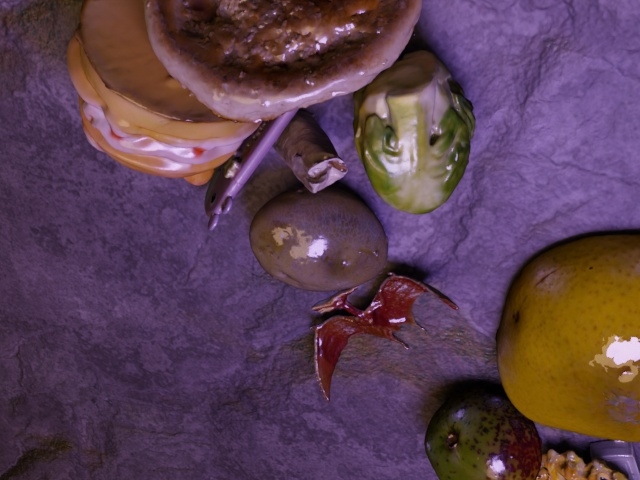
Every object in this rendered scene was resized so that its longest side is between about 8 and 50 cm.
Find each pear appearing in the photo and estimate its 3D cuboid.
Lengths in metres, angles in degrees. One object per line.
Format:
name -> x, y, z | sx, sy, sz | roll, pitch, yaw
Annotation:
pear -> 0.442, 0.181, 0.970 | 0.340, 0.191, 0.386 | 37, 127, -5

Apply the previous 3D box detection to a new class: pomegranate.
pomegranate -> 0.322, 0.380, 1.169 | 0.248, 0.214, 0.214 | 14, 135, -30

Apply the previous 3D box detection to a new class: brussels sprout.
brussels sprout -> 0.122, -0.140, 0.867 | 0.161, 0.223, 0.223 | 2, 124, 34

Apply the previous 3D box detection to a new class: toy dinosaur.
toy dinosaur -> 0.105, 0.160, 1.128 | 0.327, 0.113, 0.206 | -18, 133, 23

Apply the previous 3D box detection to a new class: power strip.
power strip -> 0.563, 0.441, 1.194 | 0.075, 0.042, 0.175 | -16, 115, 28

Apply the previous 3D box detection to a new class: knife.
knife -> -0.087, -0.173, 0.989 | 0.038, 0.132, 0.398 | 22, 128, -30

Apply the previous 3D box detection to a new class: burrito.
burrito -> -0.018, -0.132, 0.948 | 0.087, 0.226, 0.060 | -40, 123, 6

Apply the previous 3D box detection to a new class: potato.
potato -> 0.000, 0.000, 1.046 | 0.235, 0.160, 0.178 | 22, 149, -19

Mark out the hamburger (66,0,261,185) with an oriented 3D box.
hamburger -> -0.223, -0.214, 0.929 | 0.276, 0.276, 0.237 | 33, 148, -3

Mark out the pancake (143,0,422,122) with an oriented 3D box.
pancake -> -0.055, -0.316, 0.794 | 0.356, 0.065, 0.356 | -1, 83, 5

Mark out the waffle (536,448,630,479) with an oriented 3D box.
waffle -> 0.515, 0.505, 1.202 | 0.280, 0.060, 0.262 | 41, 148, 7
